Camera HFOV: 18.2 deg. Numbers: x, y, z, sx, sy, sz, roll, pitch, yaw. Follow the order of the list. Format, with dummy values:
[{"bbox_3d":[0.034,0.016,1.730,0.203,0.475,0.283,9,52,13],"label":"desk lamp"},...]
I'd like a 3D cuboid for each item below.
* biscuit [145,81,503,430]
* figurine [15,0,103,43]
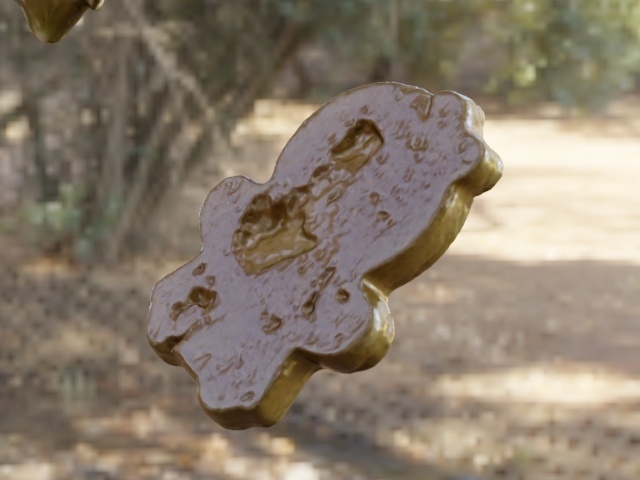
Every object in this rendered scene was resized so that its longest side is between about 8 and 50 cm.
[{"bbox_3d":[0.002,0.001,1.222,0.184,0.249,0.035,42,1,43],"label":"biscuit"},{"bbox_3d":[-0.041,-0.186,0.732,0.185,0.127,0.234,-16,30,32],"label":"figurine"}]
